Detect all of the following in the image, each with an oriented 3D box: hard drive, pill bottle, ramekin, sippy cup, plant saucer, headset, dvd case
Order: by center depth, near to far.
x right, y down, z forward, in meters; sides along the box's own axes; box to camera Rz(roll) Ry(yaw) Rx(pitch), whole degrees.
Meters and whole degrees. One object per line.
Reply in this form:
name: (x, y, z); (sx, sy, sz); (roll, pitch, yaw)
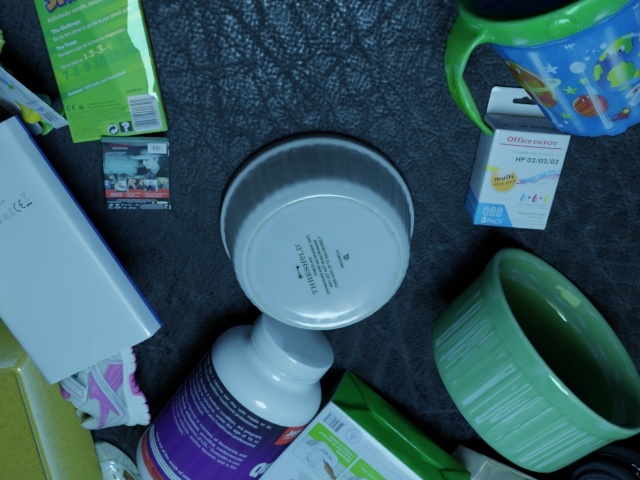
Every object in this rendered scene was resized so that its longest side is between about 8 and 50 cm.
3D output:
sippy cup: (0.310, -0.250, 1.064); (0.306, 0.240, 0.224); (-12, 136, 31)
hard drive: (-0.372, 0.022, 1.179); (0.210, 0.040, 0.318); (-26, 103, 30)
dvd case: (-0.244, -0.088, 1.204); (0.087, 0.013, 0.119); (0, 136, -8)
ramekin: (0.000, 0.000, 1.229); (0.273, 0.127, 0.272); (-2, 121, -4)
ramekin: (0.298, 0.172, 1.264); (0.303, 0.303, 0.148); (34, 120, -22)
pill bottle: (-0.122, 0.252, 1.337); (0.181, 0.181, 0.323); (30, 114, -20)
plant saucer: (-0.528, 0.284, 1.357); (0.333, 0.081, 0.332); (-8, 114, 0)
headset: (0.455, 0.350, 1.433); (0.394, 0.243, 0.185); (26, 136, -2)

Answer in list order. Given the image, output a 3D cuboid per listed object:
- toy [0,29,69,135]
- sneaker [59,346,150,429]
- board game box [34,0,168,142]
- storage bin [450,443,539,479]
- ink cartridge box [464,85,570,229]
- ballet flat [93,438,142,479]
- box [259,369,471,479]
toy: (-0.404, -0.226, 1.087); (0.237, 0.137, 0.056); (46, 66, -25)
sneaker: (-0.326, 0.186, 1.310); (0.111, 0.103, 0.252); (-19, 122, -18)
board game box: (-0.273, -0.250, 1.112); (0.124, 0.039, 0.259); (-8, 124, -1)
storage bin: (0.335, 0.477, 1.450); (0.123, 0.262, 0.260); (-48, 119, -18)
ink cartridge box: (0.268, -0.110, 1.223); (0.104, 0.061, 0.181); (3, 120, -7)
ballet flat: (-0.321, 0.391, 1.477); (0.057, 0.052, 0.168); (-31, 118, 14)
box: (0.059, 0.382, 1.410); (0.262, 0.127, 0.231); (39, 112, 1)
